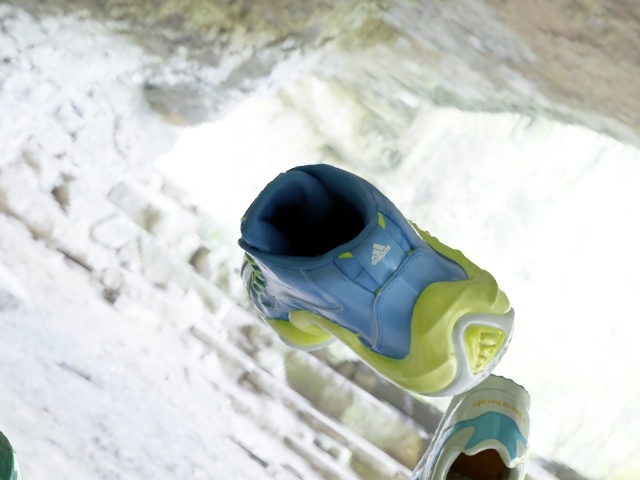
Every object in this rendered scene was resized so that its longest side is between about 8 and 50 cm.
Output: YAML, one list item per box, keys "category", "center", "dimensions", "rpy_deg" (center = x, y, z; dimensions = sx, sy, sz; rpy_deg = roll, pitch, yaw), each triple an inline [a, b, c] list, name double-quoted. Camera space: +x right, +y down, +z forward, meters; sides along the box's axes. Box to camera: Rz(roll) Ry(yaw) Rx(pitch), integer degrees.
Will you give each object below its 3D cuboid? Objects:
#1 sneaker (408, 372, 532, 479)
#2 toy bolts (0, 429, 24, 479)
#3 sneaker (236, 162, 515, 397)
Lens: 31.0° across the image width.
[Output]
- category: "sneaker"
  center: [0.111, 0.222, 0.953]
  dimensions: [0.087, 0.229, 0.092]
  rpy_deg: [15, 30, 5]
- category: "toy bolts"
  center: [-0.145, 0.150, 0.363]
  dimensions: [0.158, 0.218, 0.228]
  rpy_deg: [55, 2, -32]
- category: "sneaker"
  center: [0.000, 0.000, 0.616]
  dimensions: [0.126, 0.091, 0.240]
  rpy_deg: [46, -17, -27]
